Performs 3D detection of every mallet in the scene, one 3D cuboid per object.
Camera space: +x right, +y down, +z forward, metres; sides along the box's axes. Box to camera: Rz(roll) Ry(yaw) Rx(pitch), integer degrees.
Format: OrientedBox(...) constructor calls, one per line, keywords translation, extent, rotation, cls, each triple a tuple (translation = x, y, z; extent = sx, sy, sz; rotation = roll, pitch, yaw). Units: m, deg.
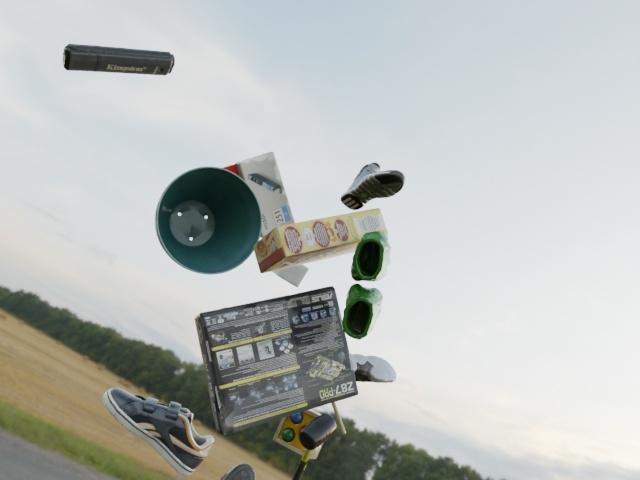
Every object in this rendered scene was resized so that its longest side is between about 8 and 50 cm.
OrientedBox(translation=(-0.018, 0.368, 0.991), extent=(0.039, 0.062, 0.189), rotation=(37, -44, 25), cls="mallet")

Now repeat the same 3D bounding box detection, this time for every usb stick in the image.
OrientedBox(translation=(-0.517, -0.464, 1.476), extent=(0.077, 0.278, 0.045), rotation=(-49, -123, 47), cls="usb stick")

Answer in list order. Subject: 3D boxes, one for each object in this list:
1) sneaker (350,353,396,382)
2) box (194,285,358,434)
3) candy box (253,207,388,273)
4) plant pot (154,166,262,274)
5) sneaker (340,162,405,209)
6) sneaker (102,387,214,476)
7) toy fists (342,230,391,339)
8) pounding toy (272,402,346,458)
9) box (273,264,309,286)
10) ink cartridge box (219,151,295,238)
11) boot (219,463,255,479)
OrientedBox(translation=(0.148, 0.513, 2.204), extent=(0.269, 0.101, 0.153), rotation=(16, -44, -16), cls="sneaker")
OrientedBox(translation=(-0.115, 0.315, 1.560), extent=(0.395, 0.318, 0.097), rotation=(-10, -10, -25), cls="box")
OrientedBox(translation=(0.000, 0.000, 1.539), extent=(0.317, 0.087, 0.183), rotation=(-11, -12, -29), cls="candy box")
OrientedBox(translation=(-0.336, -0.053, 1.611), extent=(0.290, 0.290, 0.195), rotation=(38, -17, -23), cls="plant pot")
OrientedBox(translation=(0.152, -0.176, 1.568), extent=(0.086, 0.132, 0.229), rotation=(41, -35, -23), cls="sneaker")
OrientedBox(translation=(-0.429, 0.483, 1.543), extent=(0.321, 0.127, 0.126), rotation=(44, -5, -11), cls="sneaker")
OrientedBox(translation=(0.116, 0.111, 1.449), extent=(0.096, 0.278, 0.142), rotation=(11, 6, 18), cls="toy fists")
OrientedBox(translation=(-0.016, 0.552, 1.743), extent=(0.181, 0.205, 0.094), rotation=(19, -14, 26), cls="pounding toy")
OrientedBox(translation=(-0.117, 0.111, 2.176), extent=(0.102, 0.087, 0.101), rotation=(34, -4, -21), cls="box")
OrientedBox(translation=(-0.254, -0.146, 2.087), extent=(0.066, 0.261, 0.296), rotation=(16, -55, 68), cls="ink cartridge box")
OrientedBox(translation=(-0.286, 0.637, 1.357), extent=(0.096, 0.264, 0.280), rotation=(35, -25, -22), cls="boot")
